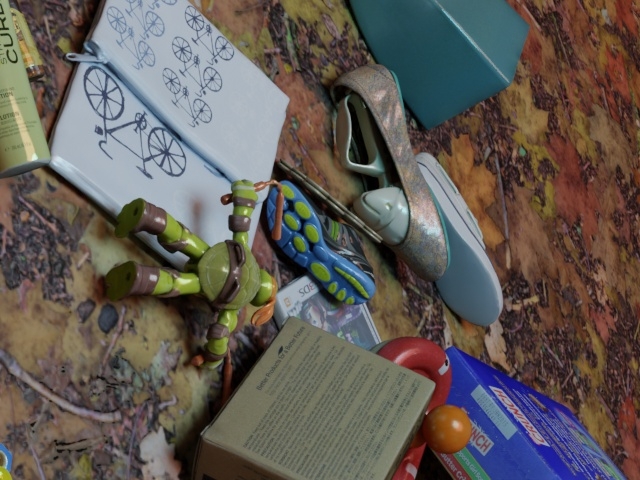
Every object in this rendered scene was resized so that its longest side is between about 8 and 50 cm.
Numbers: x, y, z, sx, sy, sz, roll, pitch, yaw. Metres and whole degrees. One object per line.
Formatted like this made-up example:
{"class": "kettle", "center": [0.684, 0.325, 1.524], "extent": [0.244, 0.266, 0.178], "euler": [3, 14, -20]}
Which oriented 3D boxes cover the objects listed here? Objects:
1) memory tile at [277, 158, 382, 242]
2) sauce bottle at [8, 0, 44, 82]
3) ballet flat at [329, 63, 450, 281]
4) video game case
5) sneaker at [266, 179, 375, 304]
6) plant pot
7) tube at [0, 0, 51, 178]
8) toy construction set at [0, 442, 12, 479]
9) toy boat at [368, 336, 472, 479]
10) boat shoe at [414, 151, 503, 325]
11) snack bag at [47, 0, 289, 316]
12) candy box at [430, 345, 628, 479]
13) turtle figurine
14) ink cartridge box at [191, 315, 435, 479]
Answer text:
{"class": "memory tile", "center": [0.011, -0.049, 1.714], "extent": [0.148, 0.113, 0.012], "euler": [38, 90, -37]}
{"class": "sauce bottle", "center": [-0.323, -0.222, 1.375], "extent": [0.042, 0.042, 0.128], "euler": [-27, 94, -55]}
{"class": "ballet flat", "center": [0.081, -0.087, 1.837], "extent": [0.106, 0.107, 0.316], "euler": [-10, 77, -35]}
{"class": "video game case", "center": [0.019, 0.128, 1.697], "extent": [0.173, 0.022, 0.190], "euler": [-31, 100, -55]}
{"class": "sneaker", "center": [0.000, 0.000, 1.680], "extent": [0.188, 0.067, 0.078], "euler": [47, 26, -18]}
{"class": "plant pot", "center": [0.163, -0.324, 1.999], "extent": [0.234, 0.165, 0.165], "euler": [45, 41, -20]}
{"class": "tube", "center": [-0.332, -0.182, 1.326], "extent": [0.070, 0.062, 0.240], "euler": [-13, 85, -61]}
{"class": "toy construction set", "center": [-0.249, 0.346, 1.131], "extent": [0.328, 0.151, 0.215], "euler": [52, 37, -8]}
{"class": "toy boat", "center": [0.114, 0.226, 1.639], "extent": [0.151, 0.151, 0.231], "euler": [58, 42, -40]}
{"class": "boat shoe", "center": [0.192, -0.005, 1.944], "extent": [0.267, 0.096, 0.088], "euler": [56, 40, -8]}
{"class": "snack bag", "center": [-0.165, -0.129, 1.553], "extent": [0.323, 0.037, 0.343], "euler": [43, 43, -35]}
{"class": "candy box", "center": [0.288, 0.305, 1.791], "extent": [0.317, 0.122, 0.268], "euler": [32, 16, -44]}
{"class": "turtle figurine", "center": [-0.123, 0.047, 1.458], "extent": [0.217, 0.087, 0.270], "euler": [17, 85, -39]}
{"class": "ink cartridge box", "center": [-0.004, 0.212, 1.481], "extent": [0.193, 0.088, 0.235], "euler": [24, 39, 12]}
